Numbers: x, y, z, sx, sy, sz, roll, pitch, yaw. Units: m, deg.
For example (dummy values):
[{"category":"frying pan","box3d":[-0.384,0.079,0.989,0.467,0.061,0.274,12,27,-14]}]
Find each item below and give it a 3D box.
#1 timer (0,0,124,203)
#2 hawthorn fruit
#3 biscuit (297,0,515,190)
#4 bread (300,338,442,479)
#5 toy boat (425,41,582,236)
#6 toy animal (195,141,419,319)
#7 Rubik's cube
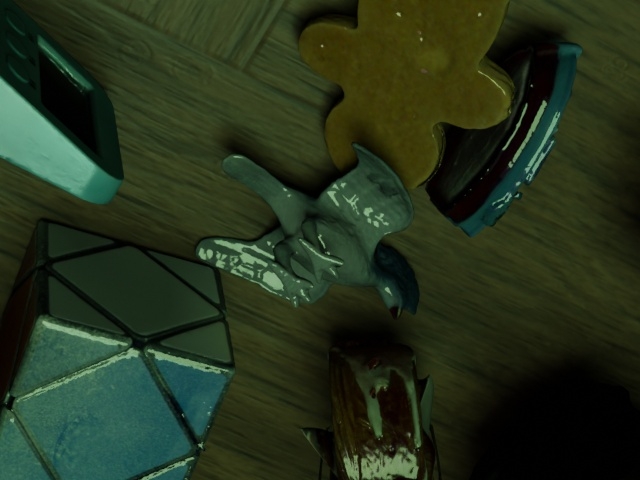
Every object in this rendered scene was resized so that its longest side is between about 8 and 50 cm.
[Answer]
[{"category":"timer","box3d":[-0.279,-0.154,1.694,0.250,0.232,0.091,31,107,-24]},{"category":"hawthorn fruit","box3d":[0.290,0.305,2.011,0.316,0.316,0.316,-4,119,-7]},{"category":"biscuit","box3d":[0.089,-0.185,1.806,0.216,0.047,0.340,17,131,7]},{"category":"bread","box3d":[0.053,0.213,1.957,0.142,0.224,0.212,-6,107,2]},{"category":"toy boat","box3d":[0.194,-0.104,1.876,0.097,0.100,0.223,12,118,-42]},{"category":"toy animal","box3d":[0.000,0.000,1.896,0.239,0.176,0.255,-33,99,26]},{"category":"Rubik's cube","box3d":[-0.217,0.132,1.874,0.205,0.207,0.205,17,113,-16]}]
